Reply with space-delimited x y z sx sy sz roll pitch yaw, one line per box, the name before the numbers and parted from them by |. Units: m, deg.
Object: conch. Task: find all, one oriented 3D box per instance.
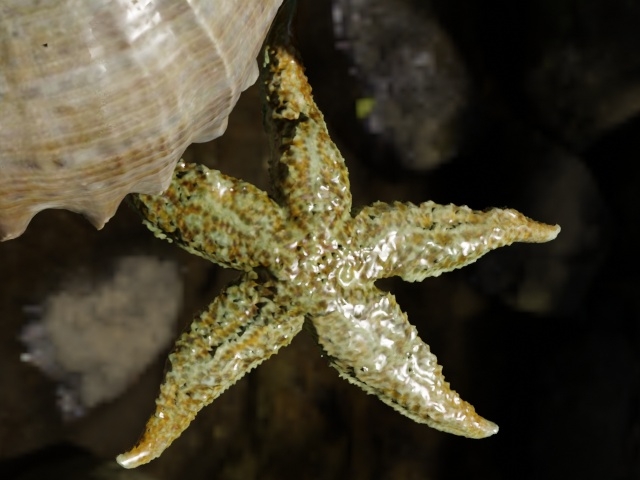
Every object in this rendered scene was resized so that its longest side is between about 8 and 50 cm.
conch | -0.155 -0.111 1.143 0.352 0.297 0.210 148 -64 -72

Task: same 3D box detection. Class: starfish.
starfish | 0.002 0.000 1.373 0.078 0.357 0.347 -170 -115 -78
